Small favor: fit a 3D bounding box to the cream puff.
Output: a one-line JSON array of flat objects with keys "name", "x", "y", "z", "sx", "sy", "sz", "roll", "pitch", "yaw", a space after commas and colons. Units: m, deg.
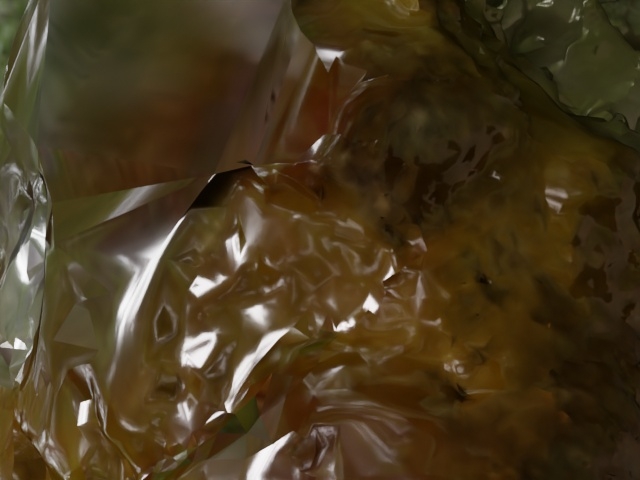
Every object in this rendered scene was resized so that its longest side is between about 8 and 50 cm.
[{"name": "cream puff", "x": 0.000, "y": 0.000, "z": 0.460, "sx": 0.241, "sy": 0.155, "sz": 0.269, "roll": -18, "pitch": 49, "yaw": 52}]
